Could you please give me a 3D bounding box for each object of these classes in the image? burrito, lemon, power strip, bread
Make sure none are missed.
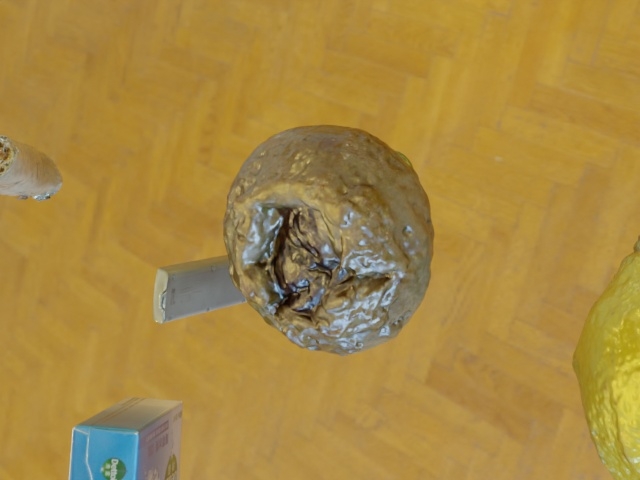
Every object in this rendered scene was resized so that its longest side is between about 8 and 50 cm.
[{"bbox_3d":[-0.383,-0.087,1.323,0.087,0.226,0.060,-25,85,4],"label":"burrito"},{"bbox_3d":[0.392,0.145,1.089,0.268,0.268,0.322,-30,95,42],"label":"lemon"},{"bbox_3d":[-0.116,0.050,1.262,0.027,0.252,0.060,12,102,30],"label":"power strip"},{"bbox_3d":[0.000,0.000,1.026,0.230,0.123,0.230,12,110,37],"label":"bread"}]

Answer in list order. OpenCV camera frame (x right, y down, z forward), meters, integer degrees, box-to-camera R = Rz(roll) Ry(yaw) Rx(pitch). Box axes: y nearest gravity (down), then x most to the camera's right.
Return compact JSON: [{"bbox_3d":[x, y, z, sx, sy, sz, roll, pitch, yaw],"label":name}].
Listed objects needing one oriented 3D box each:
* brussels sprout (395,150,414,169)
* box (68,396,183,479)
[{"bbox_3d":[0.090,-0.074,1.259,0.046,0.051,0.083,-43,20,14],"label":"brussels sprout"},{"bbox_3d":[-0.206,0.252,1.147,0.073,0.194,0.139,3,91,6],"label":"box"}]
